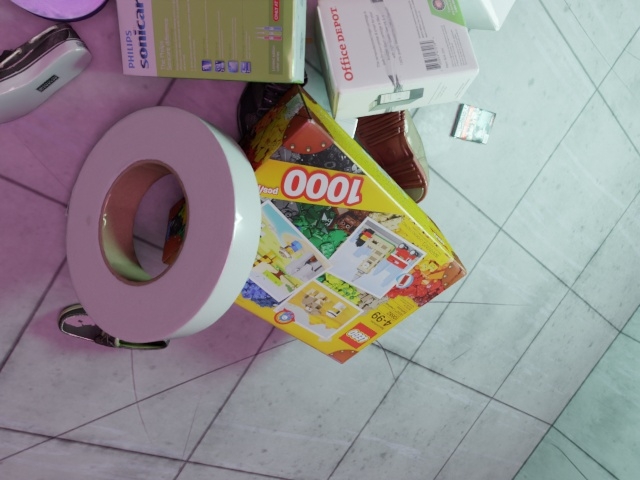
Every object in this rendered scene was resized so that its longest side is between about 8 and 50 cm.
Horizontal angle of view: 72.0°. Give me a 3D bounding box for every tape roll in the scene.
[{"bbox_3d":[-0.412,-0.438,0.669,0.189,0.080,0.189,-10,115,-22],"label":"tape roll"},{"bbox_3d":[-0.277,-0.027,0.738,0.072,0.392,0.392,12,107,-61],"label":"tape roll"}]

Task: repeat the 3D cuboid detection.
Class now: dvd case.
[{"bbox_3d":[0.407,-0.306,1.164,0.119,0.013,0.087,4,108,-26],"label":"dvd case"}]

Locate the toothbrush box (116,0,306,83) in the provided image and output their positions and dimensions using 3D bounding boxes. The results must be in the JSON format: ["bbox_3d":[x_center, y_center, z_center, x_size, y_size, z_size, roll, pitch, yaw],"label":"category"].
[{"bbox_3d":[-0.169,-0.369,0.716,0.283,0.122,0.206,4,109,5],"label":"toothbrush box"}]

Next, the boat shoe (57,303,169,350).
[{"bbox_3d":[-0.424,0.186,0.923,0.223,0.073,0.080,16,103,-31],"label":"boat shoe"}]

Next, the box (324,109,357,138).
[{"bbox_3d":[0.008,-0.229,0.955,0.101,0.087,0.102,6,108,-28],"label":"box"}]

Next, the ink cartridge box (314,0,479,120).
[{"bbox_3d":[0.138,-0.367,0.863,0.273,0.115,0.198,-10,79,-6],"label":"ink cartridge box"}]

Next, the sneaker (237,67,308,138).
[{"bbox_3d":[-0.096,-0.283,0.860,0.087,0.130,0.227,15,105,-28],"label":"sneaker"}]

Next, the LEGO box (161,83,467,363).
[{"bbox_3d":[0.000,0.000,0.923,0.372,0.193,0.500,-41,124,18],"label":"LEGO box"}]

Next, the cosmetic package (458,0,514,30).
[{"bbox_3d":[0.261,-0.600,0.845,0.365,0.155,0.197,26,95,-45],"label":"cosmetic package"}]

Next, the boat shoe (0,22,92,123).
[{"bbox_3d":[-0.481,-0.269,0.716,0.219,0.078,0.070,-36,87,-5],"label":"boat shoe"}]

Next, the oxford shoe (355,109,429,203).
[{"bbox_3d":[0.162,-0.257,1.026,0.130,0.123,0.348,-52,125,-54],"label":"oxford shoe"}]

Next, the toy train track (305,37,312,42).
[{"bbox_3d":[-0.042,-0.425,0.896,0.048,0.014,0.083,-7,108,-16],"label":"toy train track"}]
